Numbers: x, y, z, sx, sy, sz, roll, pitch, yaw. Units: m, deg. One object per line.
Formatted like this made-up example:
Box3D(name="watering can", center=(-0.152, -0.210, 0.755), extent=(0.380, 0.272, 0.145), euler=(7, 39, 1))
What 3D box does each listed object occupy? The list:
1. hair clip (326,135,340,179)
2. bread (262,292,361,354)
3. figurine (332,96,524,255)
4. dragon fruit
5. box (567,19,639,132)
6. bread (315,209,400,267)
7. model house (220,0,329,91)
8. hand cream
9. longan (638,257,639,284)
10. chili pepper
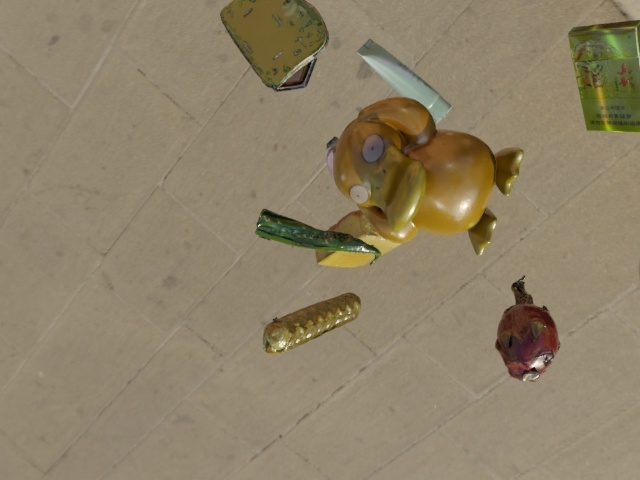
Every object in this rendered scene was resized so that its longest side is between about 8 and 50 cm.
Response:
Box3D(name="hair clip", center=(0.135, -0.142, 1.428), extent=(0.358, 0.110, 0.096), euler=(32, 73, -36))
Box3D(name="bread", center=(-0.010, 0.184, 1.287), extent=(0.077, 0.367, 0.084), euler=(28, 110, 25))
Box3D(name="figurine", center=(0.140, -0.089, 0.793), extent=(0.228, 0.215, 0.215), euler=(1, 116, -26))
Box3D(name="dragon fruit", center=(0.423, 0.172, 1.162), extent=(0.125, 0.246, 0.125), euler=(33, 131, -14))
Box3D(name="box", center=(0.778, -0.428, 1.500), extent=(0.173, 0.043, 0.311), euler=(15, 144, 47))
Box3D(name="bread", center=(0.123, -0.005, 1.788), extent=(0.184, 0.114, 0.274), euler=(6, 157, -31))
Box3D(name="model house", center=(-0.089, -0.505, 1.417), extent=(0.207, 0.154, 0.294), euler=(-36, 67, 11))
Box3D(name="hand cream", center=(0.158, -0.303, 1.065), extent=(0.205, 0.078, 0.050), euler=(40, 136, -5))
Box3D(name="longan", center=(0.260, 0.021, 0.262), extent=(0.198, 0.212, 0.198), euler=(-5, 109, -15))
Box3D(name="chili pepper", center=(0.001, 0.000, 1.526), extent=(0.359, 0.076, 0.085), euler=(17, 113, -7))
